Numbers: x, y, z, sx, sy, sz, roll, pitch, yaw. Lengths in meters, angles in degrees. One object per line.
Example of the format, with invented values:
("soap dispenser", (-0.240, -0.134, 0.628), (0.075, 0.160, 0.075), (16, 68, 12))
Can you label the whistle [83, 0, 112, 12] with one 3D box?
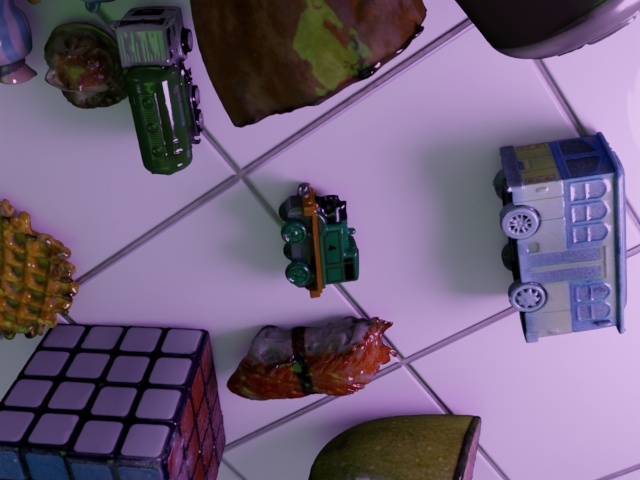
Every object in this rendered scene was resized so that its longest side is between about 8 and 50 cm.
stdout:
("whistle", (-0.287, -0.441, 1.024), (0.180, 0.093, 0.269), (32, 122, 16))

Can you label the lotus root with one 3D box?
("lotus root", (-0.009, -0.327, 0.948), (0.316, 0.316, 0.250), (-17, 114, 16))

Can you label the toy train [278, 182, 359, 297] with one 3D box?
("toy train", (0.000, 0.000, 1.279), (0.136, 0.091, 0.227), (-4, 121, -4))

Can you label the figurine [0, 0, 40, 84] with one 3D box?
("figurine", (-0.534, -0.333, 0.939), (0.266, 0.377, 0.361), (19, 126, 11))

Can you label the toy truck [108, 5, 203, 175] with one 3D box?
("toy truck", (-0.247, -0.226, 1.138), (0.101, 0.125, 0.242), (0, 121, 7))

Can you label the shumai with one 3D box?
("shumai", (-0.368, -0.258, 1.134), (0.145, 0.116, 0.145), (3, 124, 5))

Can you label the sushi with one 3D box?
("sushi", (-0.021, 0.222, 1.405), (0.332, 0.130, 0.124), (-7, 126, 17))

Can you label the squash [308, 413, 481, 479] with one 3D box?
("squash", (0.138, 0.459, 1.475), (0.309, 0.310, 0.310), (12, 125, 20))

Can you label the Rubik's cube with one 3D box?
("Rubik's cube", (-0.387, 0.391, 1.416), (0.337, 0.344, 0.344), (1, 122, 6))

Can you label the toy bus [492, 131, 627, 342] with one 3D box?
("toy bus", (0.387, 0.001, 1.197), (0.190, 0.152, 0.312), (-8, 120, 11))

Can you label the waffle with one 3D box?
("waffle", (-0.610, 0.062, 1.396), (0.329, 0.062, 0.329), (3, 124, 4))

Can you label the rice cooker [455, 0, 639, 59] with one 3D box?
("rice cooker", (0.255, -0.418, 0.849), (0.335, 0.335, 0.325), (-35, 112, 24))
